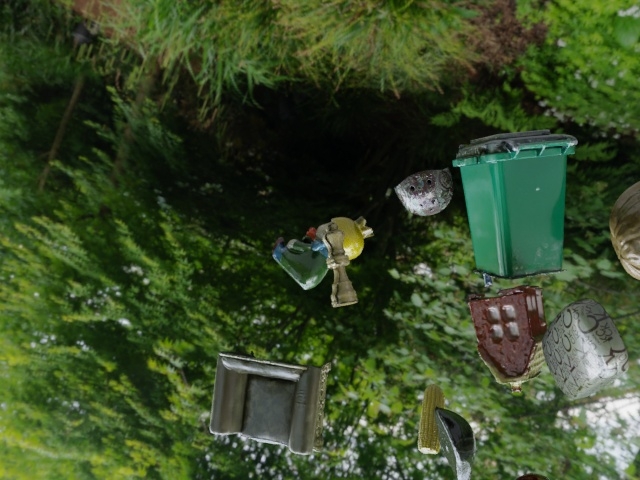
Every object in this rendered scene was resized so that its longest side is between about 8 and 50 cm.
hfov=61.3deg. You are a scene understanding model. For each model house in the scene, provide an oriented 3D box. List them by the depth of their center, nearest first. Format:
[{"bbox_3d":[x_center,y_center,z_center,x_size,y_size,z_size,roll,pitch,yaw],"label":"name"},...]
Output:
[{"bbox_3d":[0.492,0.250,1.375,0.159,0.254,0.196,-11,168,32],"label":"model house"}]

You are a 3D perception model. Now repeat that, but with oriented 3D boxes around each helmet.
[{"bbox_3d":[0.284,-0.121,1.439,0.152,0.108,0.177,-17,175,19],"label":"helmet"}]

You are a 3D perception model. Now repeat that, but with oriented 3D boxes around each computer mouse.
[{"bbox_3d":[0.369,0.538,1.436,0.088,0.264,0.147,-17,-136,-4],"label":"computer mouse"}]

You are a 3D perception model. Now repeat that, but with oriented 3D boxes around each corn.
[{"bbox_3d":[0.387,0.620,1.875,0.081,0.249,0.081,10,139,9],"label":"corn"}]

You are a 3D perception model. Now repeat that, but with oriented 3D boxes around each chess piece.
[{"bbox_3d":[0.036,0.048,1.112,0.060,0.172,0.060,-10,170,-2],"label":"chess piece"}]

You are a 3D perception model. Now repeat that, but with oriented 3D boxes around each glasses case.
[{"bbox_3d":[0.485,0.211,1.012,0.085,0.137,0.355,-19,154,4],"label":"glasses case"}]

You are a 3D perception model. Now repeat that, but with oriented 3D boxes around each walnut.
[{"bbox_3d":[0.873,-0.027,1.351,0.285,0.285,0.296,24,171,28],"label":"walnut"}]

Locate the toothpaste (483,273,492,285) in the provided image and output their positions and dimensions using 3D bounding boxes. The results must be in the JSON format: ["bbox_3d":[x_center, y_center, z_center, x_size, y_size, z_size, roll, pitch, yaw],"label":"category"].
[{"bbox_3d":[0.558,0.112,1.818,0.027,0.084,0.019,-13,180,2],"label":"toothpaste"}]

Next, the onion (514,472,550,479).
[{"bbox_3d":[0.446,0.610,1.104,0.161,0.249,0.248,-1,-177,5],"label":"onion"}]

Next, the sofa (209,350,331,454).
[{"bbox_3d":[-0.116,0.348,1.163,0.258,0.200,0.182,3,173,27],"label":"sofa"}]

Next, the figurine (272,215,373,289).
[{"bbox_3d":[0.005,0.006,1.369,0.127,0.234,0.185,47,174,-40],"label":"figurine"}]

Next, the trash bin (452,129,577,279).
[{"bbox_3d":[0.537,-0.098,1.465,0.258,0.382,0.295,-8,-174,-10],"label":"trash bin"}]
